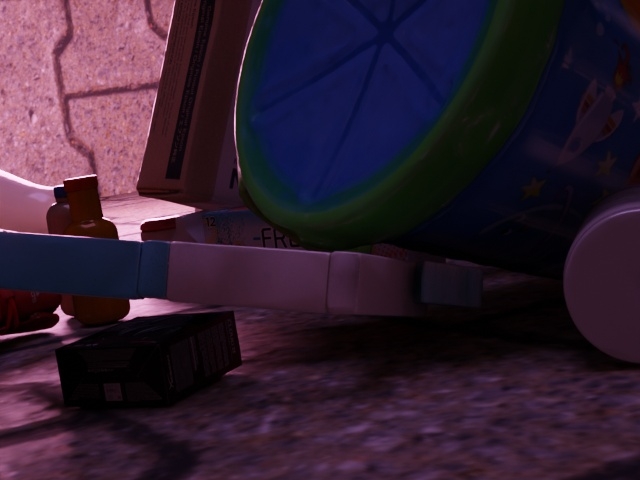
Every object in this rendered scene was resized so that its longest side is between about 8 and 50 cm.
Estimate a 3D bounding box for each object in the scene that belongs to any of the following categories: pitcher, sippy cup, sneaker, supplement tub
[{"bbox_3d":[-0.400,-0.024,1.478,0.207,0.126,0.178,2,-15,-3],"label":"pitcher"},{"bbox_3d":[0.105,-0.081,0.677,0.224,0.240,0.305,22,-3,-34],"label":"sippy cup"},{"bbox_3d":[-0.223,0.034,0.777,0.128,0.087,0.221,-13,9,-29],"label":"sneaker"},{"bbox_3d":[0.151,0.012,0.553,0.071,0.071,0.107,-6,6,17],"label":"supplement tub"}]

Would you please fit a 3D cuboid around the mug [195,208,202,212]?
[{"bbox_3d":[-0.095,-0.014,1.146,0.062,0.064,0.078,-10,6,-10],"label":"mug"}]

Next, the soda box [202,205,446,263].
[{"bbox_3d":[0.000,0.000,0.894,0.183,0.063,0.058,-3,6,33],"label":"soda box"}]

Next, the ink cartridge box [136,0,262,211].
[{"bbox_3d":[-0.025,-0.109,1.042,0.234,0.193,0.088,12,-4,-37],"label":"ink cartridge box"}]

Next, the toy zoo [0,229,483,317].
[{"bbox_3d":[-0.061,0.019,0.634,0.293,0.030,0.192,4,-3,12],"label":"toy zoo"}]

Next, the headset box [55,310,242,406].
[{"bbox_3d":[-0.083,0.059,0.605,0.062,0.032,0.083,-5,8,26],"label":"headset box"}]

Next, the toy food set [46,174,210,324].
[{"bbox_3d":[-0.143,-0.007,0.946,0.111,0.105,0.232,-4,7,30],"label":"toy food set"}]
